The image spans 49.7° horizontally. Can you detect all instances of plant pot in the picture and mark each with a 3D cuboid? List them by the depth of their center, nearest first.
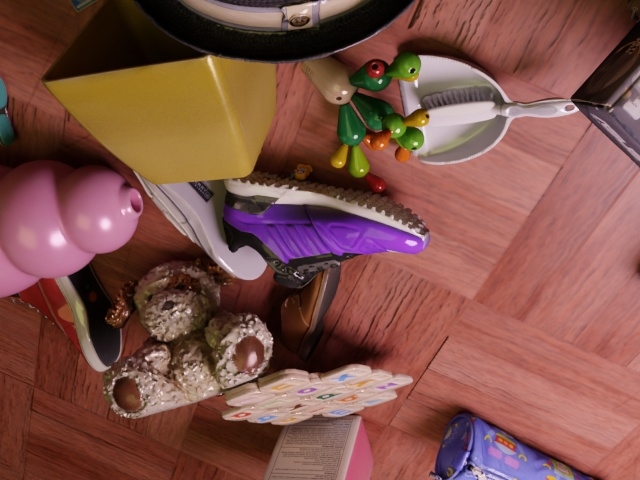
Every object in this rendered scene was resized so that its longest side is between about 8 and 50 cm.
[{"bbox_3d":[-0.162,-0.186,0.842,0.212,0.212,0.187,-3,134,19],"label":"plant pot"}]

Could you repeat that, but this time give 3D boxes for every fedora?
[{"bbox_3d":[-0.046,-0.329,0.634,0.334,0.334,0.152,17,171,5],"label":"fedora"}]

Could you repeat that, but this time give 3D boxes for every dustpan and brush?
[{"bbox_3d":[0.199,-0.159,0.829,0.211,0.060,0.147,-4,123,20],"label":"dustpan and brush"}]

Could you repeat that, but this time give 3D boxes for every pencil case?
[{"bbox_3d":[0.337,0.400,1.137,0.306,0.133,0.119,27,98,-3],"label":"pencil case"}]

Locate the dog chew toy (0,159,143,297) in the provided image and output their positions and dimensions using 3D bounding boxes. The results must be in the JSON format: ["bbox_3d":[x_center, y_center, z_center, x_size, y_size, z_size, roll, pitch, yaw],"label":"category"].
[{"bbox_3d":[-0.423,-0.028,1.036,0.332,0.206,0.207,-10,121,13],"label":"dog chew toy"}]

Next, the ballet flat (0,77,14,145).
[{"bbox_3d":[-0.488,-0.196,1.030,0.041,0.041,0.114,11,126,10],"label":"ballet flat"}]

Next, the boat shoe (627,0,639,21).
[{"bbox_3d":[0.354,-0.257,0.718,0.066,0.066,0.183,-8,111,27],"label":"boat shoe"}]

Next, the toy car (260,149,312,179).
[{"bbox_3d":[-0.067,-0.126,0.947,0.122,0.040,0.060,20,127,3],"label":"toy car"}]

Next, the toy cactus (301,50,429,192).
[{"bbox_3d":[0.045,-0.160,0.847,0.180,0.112,0.219,42,158,12],"label":"toy cactus"}]

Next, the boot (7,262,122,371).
[{"bbox_3d":[-0.464,0.125,1.220,0.176,0.088,0.244,-8,113,22],"label":"boot"}]

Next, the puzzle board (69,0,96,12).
[{"bbox_3d":[-0.291,-0.359,0.871,0.128,0.011,0.096,-18,118,28],"label":"puzzle board"}]

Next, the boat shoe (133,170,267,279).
[{"bbox_3d":[-0.182,-0.047,1.010,0.267,0.096,0.088,48,152,-24],"label":"boat shoe"}]

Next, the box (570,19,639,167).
[{"bbox_3d":[0.496,-0.128,0.670,0.395,0.097,0.318,40,102,-12],"label":"box"}]

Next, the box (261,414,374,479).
[{"bbox_3d":[-0.008,0.428,1.196,0.148,0.232,0.127,-4,122,20],"label":"box"}]

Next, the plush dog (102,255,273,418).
[{"bbox_3d":[-0.209,0.138,1.091,0.262,0.210,0.225,-20,77,2],"label":"plush dog"}]

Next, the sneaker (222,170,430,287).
[{"bbox_3d":[0.000,0.000,0.951,0.293,0.102,0.146,14,104,14],"label":"sneaker"}]

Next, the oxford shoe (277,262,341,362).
[{"bbox_3d":[-0.024,0.101,1.077,0.076,0.076,0.212,29,127,12],"label":"oxford shoe"}]

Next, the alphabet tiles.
[{"bbox_3d":[-0.008,0.246,1.103,0.278,0.021,0.284,-28,149,31],"label":"alphabet tiles"}]
